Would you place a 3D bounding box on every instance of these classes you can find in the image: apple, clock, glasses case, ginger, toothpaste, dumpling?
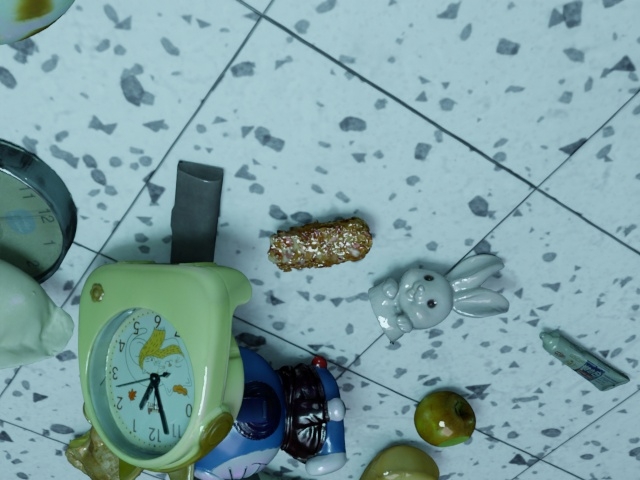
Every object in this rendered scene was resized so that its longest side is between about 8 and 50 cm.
[{"bbox_3d":[0.232,0.335,1.568,0.114,0.099,0.102,8,143,-41],"label":"apple"},{"bbox_3d":[-0.517,-0.031,1.278,0.280,0.055,0.281,0,130,0],"label":"clock"},{"bbox_3d":[-0.241,0.206,1.280,0.286,0.117,0.349,1,91,33],"label":"clock"},{"bbox_3d":[-0.195,-0.033,1.293,0.072,0.042,0.191,12,129,0],"label":"glasses case"},{"bbox_3d":[-0.398,0.410,1.617,0.157,0.102,0.216,46,125,-1],"label":"ginger"},{"bbox_3d":[0.473,0.220,1.515,0.233,0.038,0.060,33,126,-28],"label":"toothpaste"},{"bbox_3d":[-0.500,0.118,1.250,0.252,0.179,0.131,32,122,-23],"label":"dumpling"}]

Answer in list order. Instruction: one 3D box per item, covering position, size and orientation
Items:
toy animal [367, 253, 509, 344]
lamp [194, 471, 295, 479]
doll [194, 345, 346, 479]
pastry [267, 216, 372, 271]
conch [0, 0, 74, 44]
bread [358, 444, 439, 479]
[{"bbox_3d":[0.193,0.088,1.348,0.220,0.104,0.131,-20,156,14],"label":"toy animal"},{"bbox_3d":[-0.123,0.532,1.684,0.313,0.182,0.182,-2,130,-12],"label":"lamp"},{"bbox_3d":[-0.125,0.301,1.452,0.309,0.240,0.284,0,169,-19],"label":"doll"},{"bbox_3d":[0.000,0.002,1.313,0.169,0.063,0.087,-6,121,10],"label":"pastry"},{"bbox_3d":[-0.378,-0.345,0.935,0.368,0.197,0.250,-26,88,24],"label":"conch"},{"bbox_3d":[0.148,0.496,1.697,0.147,0.098,0.217,15,130,-14],"label":"bread"}]
